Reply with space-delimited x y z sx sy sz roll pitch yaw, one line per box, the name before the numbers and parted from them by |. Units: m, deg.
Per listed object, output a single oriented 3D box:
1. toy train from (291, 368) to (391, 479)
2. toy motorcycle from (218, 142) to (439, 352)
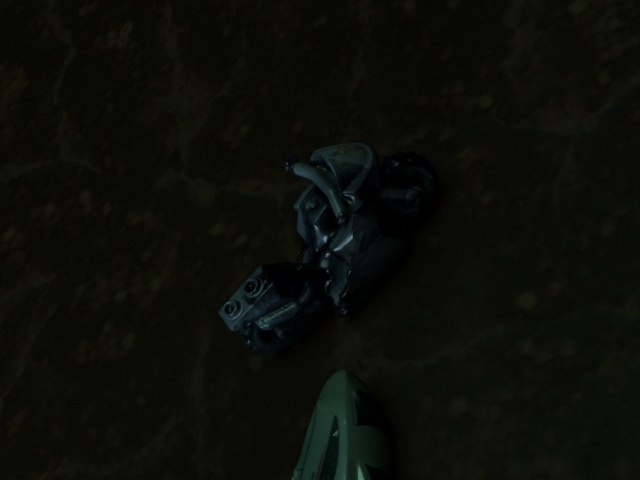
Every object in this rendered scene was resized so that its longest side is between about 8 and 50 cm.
toy train | 0.006 0.310 1.371 0.088 0.086 0.407 -3 62 39
toy motorcycle | 0.000 0.000 1.519 0.270 0.159 0.106 -45 48 5
